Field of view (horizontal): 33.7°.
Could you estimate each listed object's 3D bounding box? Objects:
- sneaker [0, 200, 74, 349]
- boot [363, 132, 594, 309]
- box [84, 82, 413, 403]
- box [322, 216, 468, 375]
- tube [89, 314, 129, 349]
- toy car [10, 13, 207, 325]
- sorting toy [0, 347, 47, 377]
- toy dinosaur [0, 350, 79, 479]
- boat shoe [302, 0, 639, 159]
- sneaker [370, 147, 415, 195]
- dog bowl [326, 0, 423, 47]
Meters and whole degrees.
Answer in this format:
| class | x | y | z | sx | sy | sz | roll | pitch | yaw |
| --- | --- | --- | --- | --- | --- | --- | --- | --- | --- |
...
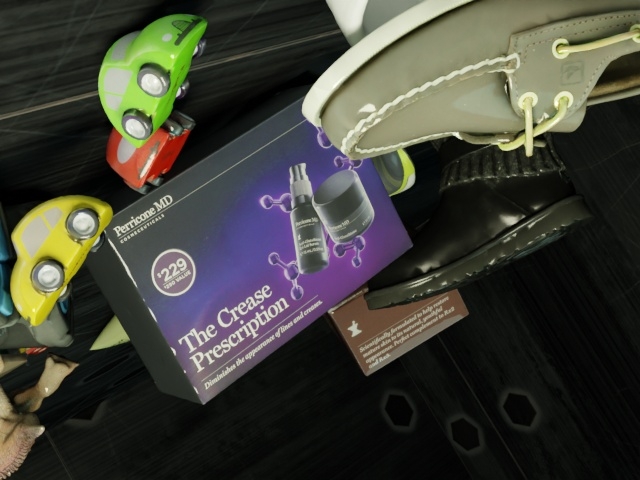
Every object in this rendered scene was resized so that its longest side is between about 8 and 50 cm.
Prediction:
| class | x | y | z | sx | sy | sz | roll | pitch | yaw |
| --- | --- | --- | --- | --- | --- | --- | --- | --- | --- |
| sneaker | -0.288 | 0.029 | 0.853 | 0.140 | 0.125 | 0.341 | -10 | 171 | 0 |
| boot | 0.179 | -0.073 | 1.478 | 0.348 | 0.260 | 0.131 | -27 | 169 | 7 |
| box | -0.068 | -0.004 | 0.964 | 0.261 | 0.184 | 0.103 | -36 | -164 | -26 |
| box | 0.070 | 0.049 | 1.728 | 0.191 | 0.143 | 0.381 | -30 | -158 | -4 |
| tube | -0.312 | 0.138 | 1.730 | 0.070 | 0.062 | 0.240 | 16 | 159 | -20 |
| toy car | -0.138 | -0.077 | 0.737 | 0.225 | 0.053 | 0.239 | -57 | -178 | 45 |
| sorting toy | -0.445 | 0.162 | 1.317 | 0.275 | 0.046 | 0.132 | -31 | 174 | 1 |
| toy dinosaur | -0.356 | 0.171 | 1.004 | 0.127 | 0.296 | 0.200 | 34 | 79 | -60 |
| boat shoe | 0.136 | -0.107 | 0.634 | 0.305 | 0.091 | 0.109 | -23 | 168 | -22 |
| sneaker | 0.036 | -0.082 | 1.437 | 0.121 | 0.111 | 0.300 | -24 | 170 | -21 |
| dog bowl | 0.110 | -0.215 | 0.596 | 0.265 | 0.104 | 0.265 | -26 | 169 | -6 |
